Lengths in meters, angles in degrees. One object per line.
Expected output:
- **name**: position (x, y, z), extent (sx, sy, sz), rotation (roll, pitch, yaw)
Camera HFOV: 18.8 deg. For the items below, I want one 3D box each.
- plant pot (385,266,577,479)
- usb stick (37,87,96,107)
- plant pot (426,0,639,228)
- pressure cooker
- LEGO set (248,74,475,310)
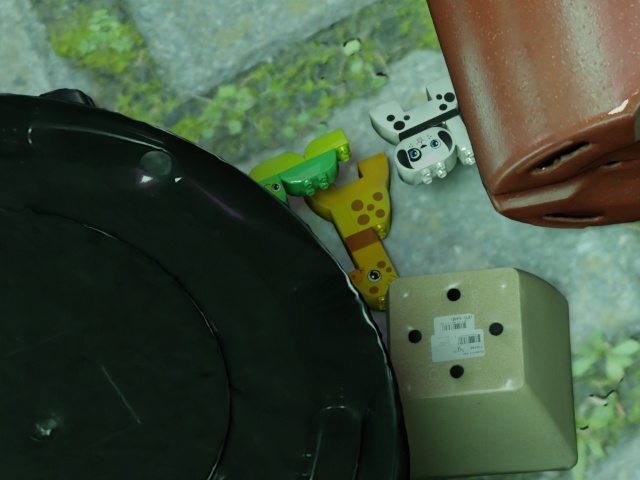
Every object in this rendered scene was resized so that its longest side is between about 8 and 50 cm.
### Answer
- **plant pot**: position (0.085, 0.068, 1.102), extent (0.109, 0.096, 0.109), rotation (-6, 65, 12)
- **usb stick**: position (-0.129, 0.019, 1.207), extent (0.077, 0.045, 0.278), rotation (-27, 63, -6)
- **plant pot**: position (0.169, -0.162, 1.108), extent (0.272, 0.272, 0.265), rotation (-13, 73, 8)
- **pressure cooker**: position (-0.174, 0.179, 0.957), extent (0.376, 0.420, 0.369), rotation (7, 50, -10)
- **LEGO set**: position (0.000, 0.000, 1.163), extent (0.227, 0.087, 0.093), rotation (-25, 64, -4)
